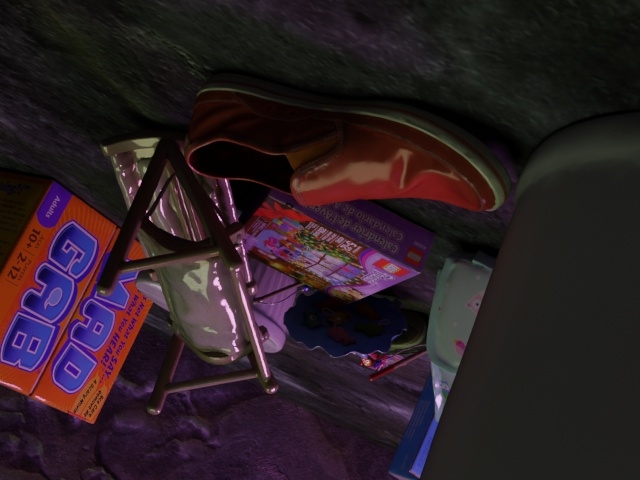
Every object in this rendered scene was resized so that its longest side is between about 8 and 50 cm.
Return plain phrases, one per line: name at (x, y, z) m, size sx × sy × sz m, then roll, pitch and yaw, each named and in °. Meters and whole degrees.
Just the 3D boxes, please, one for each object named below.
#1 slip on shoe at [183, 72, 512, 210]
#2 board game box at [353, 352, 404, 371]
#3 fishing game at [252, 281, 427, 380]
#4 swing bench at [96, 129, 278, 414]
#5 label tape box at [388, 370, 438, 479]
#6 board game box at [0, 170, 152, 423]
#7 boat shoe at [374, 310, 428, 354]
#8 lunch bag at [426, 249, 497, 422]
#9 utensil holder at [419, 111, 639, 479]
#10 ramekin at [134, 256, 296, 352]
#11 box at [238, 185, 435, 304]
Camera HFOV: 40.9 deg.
slip on shoe at (0.015, -0.074, 0.808) m, size 0.332 × 0.101 × 0.123 m, roll 15°, pitch 159°, yaw 22°
board game box at (0.089, 0.228, 1.717) m, size 0.169 × 0.033 × 0.133 m, roll 24°, pitch 163°, yaw 1°
fishing game at (0.040, 0.111, 1.269) m, size 0.264 × 0.189 × 0.041 m, roll 31°, pitch 127°, yaw 42°
swing bench at (-0.162, 0.031, 1.059) m, size 0.165 × 0.254 × 0.253 m, roll -10°, pitch 137°, yaw -1°
label tape box at (0.221, 0.300, 1.408) m, size 0.106 × 0.240 × 0.334 m, roll 12°, pitch 159°, yaw 39°
board game box at (-0.596, 0.098, 1.691) m, size 0.357 × 0.356 × 0.356 m, roll 11°, pitch 159°, yaw 36°
boat shoe at (0.094, 0.156, 1.418) m, size 0.224 × 0.080 × 0.073 m, roll -2°, pitch 144°, yaw 47°
lunch bag at (0.250, 0.138, 1.025) m, size 0.224 × 0.160 × 0.262 m, roll 19°, pitch 140°, yaw 28°
utensil holder at (0.254, 0.149, 0.667) m, size 0.328 × 0.385 × 0.327 m, roll 23°, pitch 163°, yaw 8°
ramekin at (-0.163, 0.076, 1.443) m, size 0.273 × 0.127 × 0.273 m, roll 23°, pitch 163°, yaw 7°
box at (0.000, 0.000, 1.115) m, size 0.201 × 0.057 × 0.293 m, roll 26°, pitch 163°, yaw -9°
